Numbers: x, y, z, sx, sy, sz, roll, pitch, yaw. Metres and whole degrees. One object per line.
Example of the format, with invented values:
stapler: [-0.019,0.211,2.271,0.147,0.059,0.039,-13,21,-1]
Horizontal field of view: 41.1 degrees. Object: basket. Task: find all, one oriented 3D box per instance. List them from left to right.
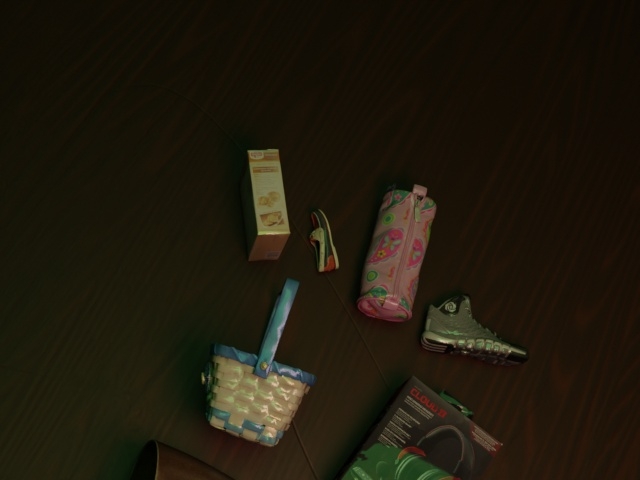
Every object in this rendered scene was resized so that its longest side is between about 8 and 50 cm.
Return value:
basket: [-0.103,0.219,1.558,0.201,0.255,0.289,22,76,0]

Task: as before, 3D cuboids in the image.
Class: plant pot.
plant pot: [-0.210,0.476,1.468,0.230,0.215,0.216,19,64,-19]

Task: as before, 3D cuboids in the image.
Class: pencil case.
pencil case: [0.160,0.026,1.772,0.124,0.124,0.284,19,65,-4]

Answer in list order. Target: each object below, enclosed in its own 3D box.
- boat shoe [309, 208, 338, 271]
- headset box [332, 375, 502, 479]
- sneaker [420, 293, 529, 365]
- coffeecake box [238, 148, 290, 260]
boat shoe: [0.000,0.000,1.789,0.043,0.049,0.137,-11,75,-14]
headset box: [0.184,0.418,1.613,0.218,0.110,0.293,38,65,6]
sneaker: [0.325,0.175,1.764,0.228,0.086,0.132,12,63,-6]
coffeecake box: [-0.117,-0.070,1.738,0.068,0.142,0.186,-3,68,-14]
